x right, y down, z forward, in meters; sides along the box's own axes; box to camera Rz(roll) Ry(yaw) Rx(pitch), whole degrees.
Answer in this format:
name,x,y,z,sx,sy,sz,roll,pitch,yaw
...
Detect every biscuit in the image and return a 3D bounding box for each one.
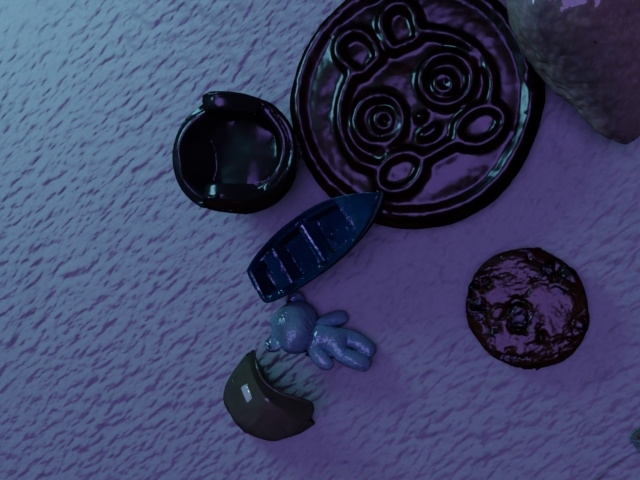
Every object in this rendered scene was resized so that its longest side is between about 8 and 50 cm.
name,x,y,z,sx,sy,sz,roll,pitch,yaw
biscuit,0.145,-0.220,1.252,0.407,0.091,0.408,0,89,16
biscuit,0.320,0.105,1.225,0.191,0.049,0.192,0,89,11

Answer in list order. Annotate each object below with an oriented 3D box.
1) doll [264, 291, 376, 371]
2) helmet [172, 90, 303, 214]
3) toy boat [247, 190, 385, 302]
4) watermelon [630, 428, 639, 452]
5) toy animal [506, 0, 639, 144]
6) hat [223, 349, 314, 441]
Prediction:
name,x,y,z,sx,sy,sz,roll,pitch,yaw
doll,0.000,0.164,1.305,0.179,0.075,0.120,26,54,1
helmet,-0.134,-0.136,1.269,0.215,0.193,0.190,-2,86,25
toy boat,0.000,0.000,1.250,0.299,0.061,0.096,-37,77,36
watermelon,0.509,0.310,1.166,0.085,0.061,0.085,-3,80,17
toy animal,0.391,-0.325,1.119,0.226,0.188,0.358,-44,114,0
hat,-0.100,0.264,1.276,0.166,0.173,0.144,42,94,13
